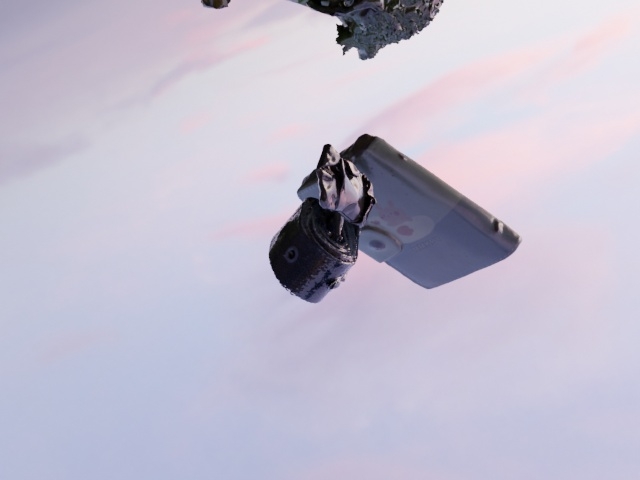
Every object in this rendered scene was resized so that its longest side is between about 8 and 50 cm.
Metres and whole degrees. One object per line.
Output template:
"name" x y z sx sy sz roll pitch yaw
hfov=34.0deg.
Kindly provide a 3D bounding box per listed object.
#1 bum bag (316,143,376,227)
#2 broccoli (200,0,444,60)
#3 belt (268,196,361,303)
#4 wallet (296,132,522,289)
"bum bag" 0.037 -0.073 1.456 0.049 0.087 0.197 3 170 21
"broccoli" -0.003 -0.333 1.093 0.283 0.321 0.304 -19 168 1
"belt" 0.000 0.001 1.636 0.128 0.122 0.218 -51 -169 20
"wallet" 0.144 -0.039 1.837 0.252 0.360 0.083 -32 -147 47
